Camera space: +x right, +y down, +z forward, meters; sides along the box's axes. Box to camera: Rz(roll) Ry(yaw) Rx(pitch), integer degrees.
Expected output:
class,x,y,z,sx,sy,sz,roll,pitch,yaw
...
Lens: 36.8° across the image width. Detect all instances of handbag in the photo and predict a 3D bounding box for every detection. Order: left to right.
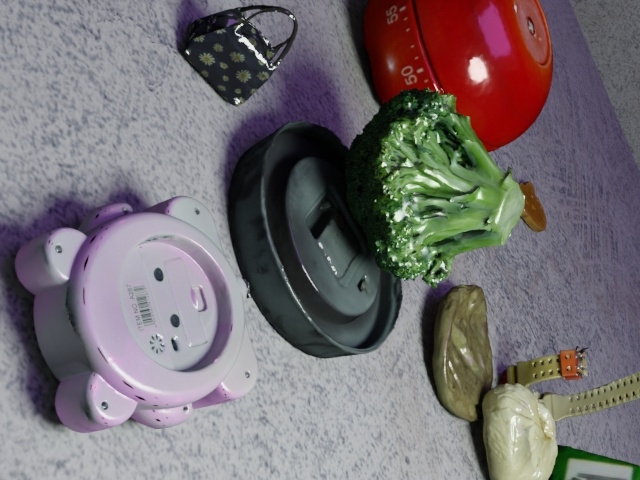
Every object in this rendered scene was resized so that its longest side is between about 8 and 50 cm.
class,x,y,z,sx,sy,sz,roll,pitch,yaw
handbag,-0.088,-0.254,1.229,0.115,0.139,0.072,46,29,-34

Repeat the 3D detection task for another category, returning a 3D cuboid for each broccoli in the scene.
class,x,y,z,sx,sy,sz,roll,pitch,yaw
broccoli,0.147,-0.072,1.303,0.269,0.241,0.261,-63,153,-16

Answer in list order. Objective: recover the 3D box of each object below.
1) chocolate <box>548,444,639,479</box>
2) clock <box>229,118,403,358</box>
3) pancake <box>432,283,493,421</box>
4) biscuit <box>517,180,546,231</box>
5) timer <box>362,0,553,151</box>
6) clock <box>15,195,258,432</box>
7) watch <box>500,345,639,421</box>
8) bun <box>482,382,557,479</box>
class,x,y,z,sx,sy,sz,roll,pitch,yaw
chocolate,0.451,0.570,1.551,0.360,0.161,0.341,-56,134,-55
clock,0.000,0.000,1.295,0.325,0.067,0.325,35,45,-45
pancake,0.237,0.189,1.595,0.242,0.050,0.242,15,72,-57
biscuit,0.466,-0.081,2.150,0.140,0.023,0.118,41,41,-40
timer,0.248,-0.338,1.697,0.378,0.279,0.378,32,49,-48
clock,-0.174,0.072,0.949,0.247,0.090,0.228,-11,82,-58
watch,0.447,0.250,1.685,0.164,0.268,0.102,32,47,-34
bun,0.327,0.323,1.574,0.164,0.111,0.188,-13,97,-64
